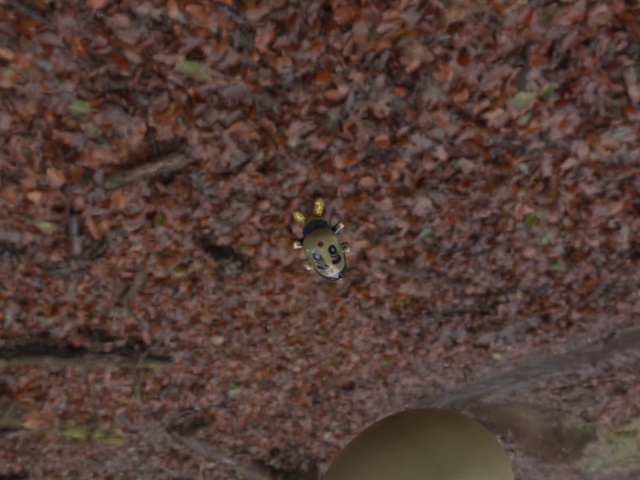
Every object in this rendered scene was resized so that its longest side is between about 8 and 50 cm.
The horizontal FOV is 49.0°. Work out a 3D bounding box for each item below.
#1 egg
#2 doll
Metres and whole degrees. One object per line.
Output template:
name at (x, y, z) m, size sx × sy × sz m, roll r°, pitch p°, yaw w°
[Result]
egg at (0.091, 0.284, 0.735) m, size 0.241 × 0.186 × 0.186 m, roll -41°, pitch 151°, yaw 1°
doll at (0.000, 0.000, 1.259) m, size 0.102 × 0.179 × 0.089 m, roll -27°, pitch 149°, yaw 0°
